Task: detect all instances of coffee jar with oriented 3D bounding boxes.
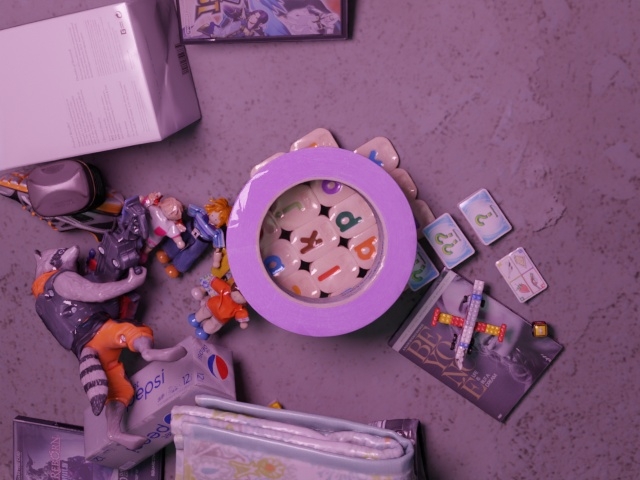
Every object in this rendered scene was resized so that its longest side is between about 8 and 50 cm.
[{"bbox_3d":[-0.376,-0.076,1.668,0.096,0.184,0.079,-14,93,-4],"label":"coffee jar"}]

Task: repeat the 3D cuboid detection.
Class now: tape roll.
[{"bbox_3d":[0.000,0.000,1.654,0.275,0.090,0.274,0,93,-3],"label":"tape roll"}]

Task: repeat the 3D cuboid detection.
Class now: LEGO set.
[{"bbox_3d":[0.239,0.071,1.701,0.182,0.060,0.244,-33,97,7],"label":"LEGO set"}]

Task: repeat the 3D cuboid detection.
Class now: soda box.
[{"bbox_3d":[-0.263,0.267,1.820,0.286,0.098,0.091,-36,136,30],"label":"soda box"}]

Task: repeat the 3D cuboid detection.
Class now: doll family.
[{"bbox_3d":[-0.177,0.017,1.769,0.263,0.118,0.163,50,127,-1],"label":"doll family"}]

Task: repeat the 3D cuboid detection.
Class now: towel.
[{"bbox_3d":[-0.053,0.405,1.749,0.374,0.090,0.320,11,123,9],"label":"towel"}]

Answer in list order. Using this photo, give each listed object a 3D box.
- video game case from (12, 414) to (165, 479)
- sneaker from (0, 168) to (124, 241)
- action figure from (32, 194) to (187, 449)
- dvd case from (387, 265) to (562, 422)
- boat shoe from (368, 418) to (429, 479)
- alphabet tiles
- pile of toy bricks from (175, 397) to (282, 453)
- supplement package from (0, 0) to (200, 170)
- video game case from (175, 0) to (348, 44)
[{"bbox_3d":[-0.409,0.420,1.978,0.274,0.026,0.196,7,108,9],"label":"video game case"},{"bbox_3d":[-0.425,-0.057,1.808,0.215,0.084,0.083,16,114,6],"label":"sneaker"},{"bbox_3d":[-0.340,0.106,1.719,0.330,0.178,0.341,45,136,33],"label":"action figure"},{"bbox_3d":[0.240,0.163,1.766,0.221,0.018,0.164,35,110,0],"label":"dvd case"},{"bbox_3d":[0.155,0.430,1.825,0.102,0.108,0.301,-10,97,16],"label":"boat shoe"},{"bbox_3d":[0.021,-0.022,1.717,0.278,0.021,0.284,-32,99,-1],"label":"alphabet tiles"},{"bbox_3d":[-0.142,0.359,1.859,0.212,0.105,0.118,-28,99,18],"label":"pile of toy bricks"},{"bbox_3d":[-0.349,-0.238,1.672,0.263,0.198,0.199,-9,104,14],"label":"supplement package"},{"bbox_3d":[-0.084,-0.405,1.576,0.248,0.035,0.275,-2,128,-2],"label":"video game case"}]
